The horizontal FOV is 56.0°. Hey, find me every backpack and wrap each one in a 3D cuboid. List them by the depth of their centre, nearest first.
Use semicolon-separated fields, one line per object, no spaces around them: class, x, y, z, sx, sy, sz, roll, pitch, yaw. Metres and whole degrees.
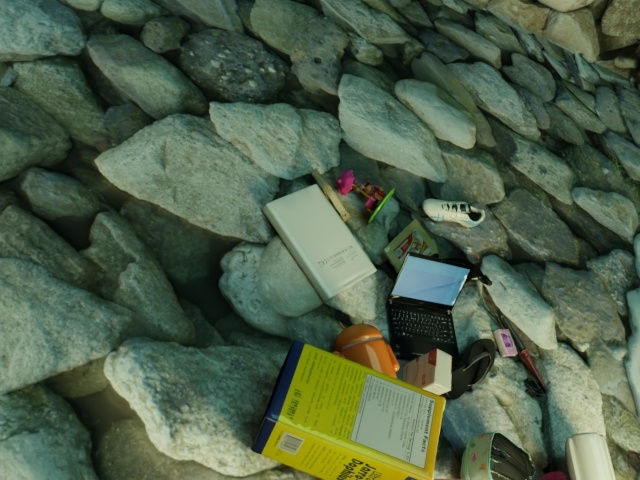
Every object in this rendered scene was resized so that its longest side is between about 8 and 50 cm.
backpack;0.432;0.573;1.503;0.188;0.144;0.166;48;45;-29

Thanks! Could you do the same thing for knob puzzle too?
knob puzzle;0.287;0.059;1.821;0.213;0.030;0.213;9;72;-29

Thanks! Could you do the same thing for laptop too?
laptop;0.318;0.195;1.685;0.234;0.136;0.264;12;56;-25

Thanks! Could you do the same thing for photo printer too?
photo printer;0.720;0.685;1.568;0.256;0.107;0.307;57;27;-54

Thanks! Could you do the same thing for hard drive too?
hard drive;0.000;0.000;1.676;0.203;0.040;0.307;-26;77;-40

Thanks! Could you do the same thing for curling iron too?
curling iron;0.616;0.352;1.841;0.068;0.035;0.274;-2;63;-33

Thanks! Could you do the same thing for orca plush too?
orca plush;0.415;0.110;1.805;0.287;0.102;0.151;10;72;-29

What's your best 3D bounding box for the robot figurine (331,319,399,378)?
robot figurine;0.112;0.302;1.497;0.158;0.128;0.219;-18;68;-2

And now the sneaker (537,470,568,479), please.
sneaker;0.616;0.725;1.566;0.111;0.103;0.252;52;38;-21

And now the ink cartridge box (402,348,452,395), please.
ink cartridge box;0.274;0.353;1.559;0.056;0.135;0.099;27;51;-19

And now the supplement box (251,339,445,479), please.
supplement box;0.059;0.398;1.300;0.357;0.195;0.194;22;49;0

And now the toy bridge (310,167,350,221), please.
toy bridge;0.024;-0.141;1.755;0.026;0.063;0.188;-33;71;-2

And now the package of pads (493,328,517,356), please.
package of pads;0.562;0.313;1.835;0.050;0.032;0.083;3;60;-32

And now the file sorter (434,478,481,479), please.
file sorter;0.318;0.679;1.279;0.182;0.202;0.290;-40;108;-46

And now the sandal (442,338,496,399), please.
sandal;0.429;0.364;1.688;0.254;0.054;0.097;-34;101;-38

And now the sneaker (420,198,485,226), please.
sneaker;0.437;-0.101;1.987;0.237;0.086;0.085;10;58;-25

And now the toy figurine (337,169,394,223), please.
toy figurine;0.128;-0.155;1.824;0.159;0.130;0.173;37;26;6
